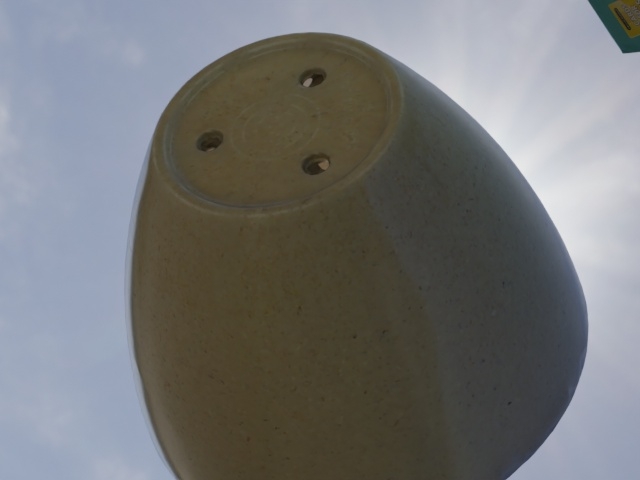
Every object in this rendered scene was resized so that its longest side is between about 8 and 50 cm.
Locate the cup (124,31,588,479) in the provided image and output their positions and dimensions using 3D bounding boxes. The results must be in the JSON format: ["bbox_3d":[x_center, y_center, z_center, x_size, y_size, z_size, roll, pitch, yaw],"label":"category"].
[{"bbox_3d":[0.000,0.000,1.180,0.331,0.331,0.237,31,-26,38],"label":"cup"}]

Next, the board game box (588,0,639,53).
[{"bbox_3d":[0.239,-0.322,1.085,0.254,0.336,0.079,52,-26,-21],"label":"board game box"}]
